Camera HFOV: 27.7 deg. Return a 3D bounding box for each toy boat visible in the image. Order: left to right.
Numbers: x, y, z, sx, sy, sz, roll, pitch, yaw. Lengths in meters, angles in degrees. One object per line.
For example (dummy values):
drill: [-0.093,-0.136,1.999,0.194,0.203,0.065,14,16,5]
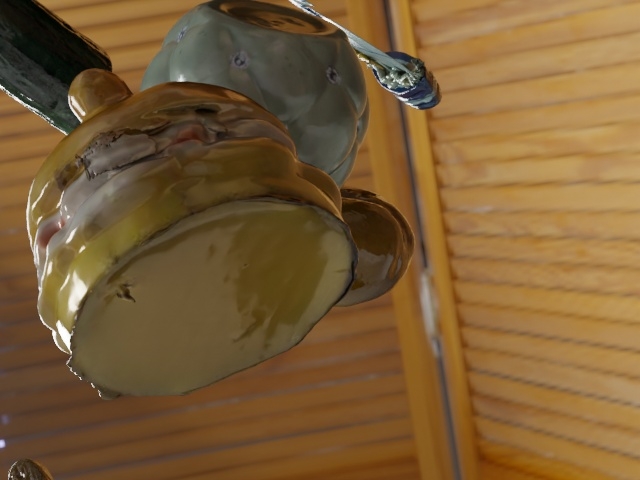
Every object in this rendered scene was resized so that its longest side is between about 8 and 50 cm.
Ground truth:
toy boat: [0.065,-0.308,2.001,0.067,0.291,0.220,-52,-155,2]

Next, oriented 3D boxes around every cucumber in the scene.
cucumber: [-0.341,-0.225,1.483,0.244,0.115,0.063,33,167,-37]

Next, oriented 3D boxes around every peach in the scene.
peach: [0.000,0.000,1.730,0.251,0.153,0.251,14,-167,-3]

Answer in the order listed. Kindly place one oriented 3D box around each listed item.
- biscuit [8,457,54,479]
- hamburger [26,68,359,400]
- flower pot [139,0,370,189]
biscuit: [-0.315,0.404,1.780,0.319,0.183,0.047,24,175,27]
hamburger: [-0.130,-0.021,1.132,0.276,0.237,0.276,-20,145,-15]
flower pot: [-0.067,-0.142,1.366,0.246,0.195,0.246,11,-161,-4]
